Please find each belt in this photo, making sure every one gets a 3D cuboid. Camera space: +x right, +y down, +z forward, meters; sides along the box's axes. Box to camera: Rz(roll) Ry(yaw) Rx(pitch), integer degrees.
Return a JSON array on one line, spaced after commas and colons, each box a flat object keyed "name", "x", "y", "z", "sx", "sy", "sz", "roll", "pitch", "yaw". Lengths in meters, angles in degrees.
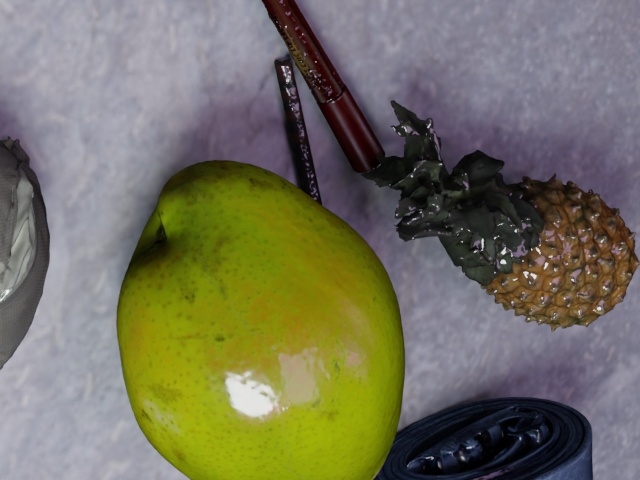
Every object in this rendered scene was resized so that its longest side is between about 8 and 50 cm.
[{"name": "belt", "x": 0.118, "y": 0.180, "z": 1.210, "sx": 0.190, "sy": 0.141, "sz": 0.082, "roll": -20, "pitch": 112, "yaw": -33}]

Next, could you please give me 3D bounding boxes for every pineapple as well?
[{"name": "pineapple", "x": 0.131, "y": -0.012, "z": 1.179, "sx": 0.251, "sy": 0.125, "sz": 0.125, "roll": 27, "pitch": 83, "yaw": -45}]

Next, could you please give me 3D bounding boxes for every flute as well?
[{"name": "flute", "x": 0.000, "y": 0.000, "z": 1.150, "sx": 0.014, "sy": 0.014, "sz": 0.269, "roll": -28, "pitch": 118, "yaw": -32}]

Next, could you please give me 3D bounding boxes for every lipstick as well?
[{"name": "lipstick", "x": -0.004, "y": -0.119, "z": 1.110, "sx": 0.027, "sy": 0.027, "sz": 0.176, "roll": -46, "pitch": 125, "yaw": -22}]

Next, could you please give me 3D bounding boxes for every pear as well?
[{"name": "pear", "x": -0.043, "y": 0.058, "z": 1.021, "sx": 0.187, "sy": 0.187, "sz": 0.220, "roll": -42, "pitch": 123, "yaw": -25}]

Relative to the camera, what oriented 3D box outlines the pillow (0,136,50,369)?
[{"name": "pillow", "x": -0.246, "y": -0.030, "z": 0.866, "sx": 0.255, "sy": 0.059, "sz": 0.169, "roll": 29, "pitch": 55, "yaw": -38}]
